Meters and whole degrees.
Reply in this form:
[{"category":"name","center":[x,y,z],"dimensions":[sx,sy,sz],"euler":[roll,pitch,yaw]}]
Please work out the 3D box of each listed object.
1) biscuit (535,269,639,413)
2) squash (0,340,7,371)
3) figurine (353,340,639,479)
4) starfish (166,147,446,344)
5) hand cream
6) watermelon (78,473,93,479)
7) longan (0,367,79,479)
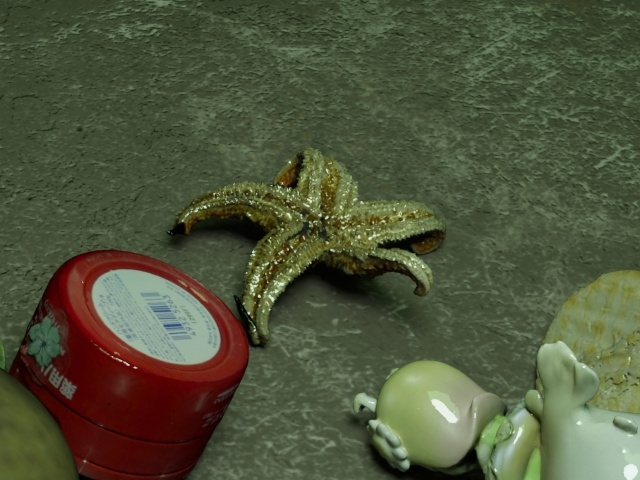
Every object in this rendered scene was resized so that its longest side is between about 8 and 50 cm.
[{"category":"biscuit","center":[0.323,0.133,1.735],"dimensions":[0.033,0.220,0.219],"euler":[26,34,-39]},{"category":"squash","center":[-0.456,0.142,1.649],"dimensions":[0.252,0.049,0.252],"euler":[6,45,-6]},{"category":"figurine","center":[0.212,0.202,1.614],"dimensions":[0.394,0.274,0.227],"euler":[20,40,33]},{"category":"starfish","center":[0.001,0.004,1.843],"dimensions":[0.312,0.113,0.303],"euler":[25,44,24]},{"category":"hand cream","center":[-0.194,0.126,1.606],"dimensions":[0.230,0.149,0.230],"euler":[25,25,-13]},{"category":"watermelon","center":[-0.272,0.215,1.610],"dimensions":[0.106,0.062,0.105],"euler":[11,49,-13]},{"category":"longan","center":[-0.365,0.237,1.404],"dimensions":[0.319,0.319,0.319],"euler":[6,46,-6]}]
